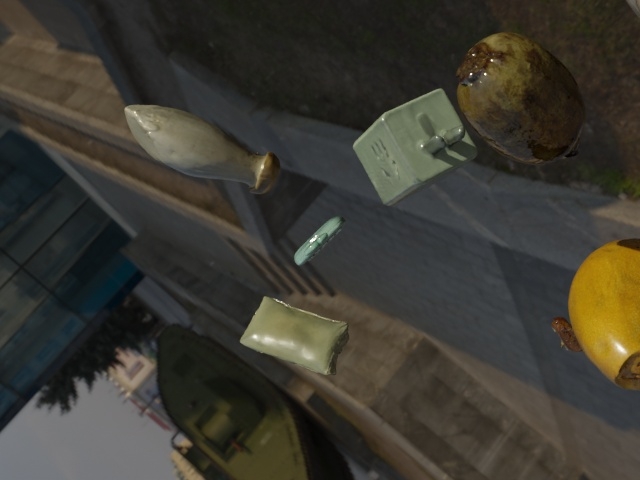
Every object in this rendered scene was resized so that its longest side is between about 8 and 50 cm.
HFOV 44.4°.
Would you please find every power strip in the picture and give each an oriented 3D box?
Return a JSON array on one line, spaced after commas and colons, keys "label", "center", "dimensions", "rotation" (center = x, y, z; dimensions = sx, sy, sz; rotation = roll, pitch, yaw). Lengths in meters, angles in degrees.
[{"label": "power strip", "center": [0.171, -0.167, 1.361], "dimensions": [0.140, 0.139, 0.224], "rotation": [63, 160, 4]}]

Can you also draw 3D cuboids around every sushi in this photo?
[{"label": "sushi", "center": [0.624, 0.238, 1.965], "dimensions": [0.118, 0.061, 0.060], "rotation": [62, -175, -14]}]

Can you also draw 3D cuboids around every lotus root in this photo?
[{"label": "lotus root", "center": [0.282, -0.182, 1.072], "dimensions": [0.260, 0.145, 0.128], "rotation": [28, 169, -37]}]

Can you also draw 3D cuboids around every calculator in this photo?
[{"label": "calculator", "center": [0.000, 0.000, 1.155], "dimensions": [0.021, 0.095, 0.153], "rotation": [46, -173, 5]}]

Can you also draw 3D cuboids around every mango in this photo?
[{"label": "mango", "center": [0.479, 0.098, 1.210], "dimensions": [0.187, 0.359, 0.144], "rotation": [28, 125, 18]}]

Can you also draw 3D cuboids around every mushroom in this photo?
[{"label": "mushroom", "center": [-0.252, -0.193, 1.657], "dimensions": [0.350, 0.128, 0.128], "rotation": [21, 170, -14]}]

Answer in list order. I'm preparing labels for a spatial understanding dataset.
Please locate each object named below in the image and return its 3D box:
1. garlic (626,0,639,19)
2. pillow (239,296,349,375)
[{"label": "garlic", "center": [0.752, -0.585, 1.579], "dimensions": [0.245, 0.340, 0.231], "rotation": [26, -163, -16]}, {"label": "pillow", "center": [-0.046, 0.183, 1.512], "dimensions": [0.208, 0.119, 0.053], "rotation": [15, 143, 23]}]
